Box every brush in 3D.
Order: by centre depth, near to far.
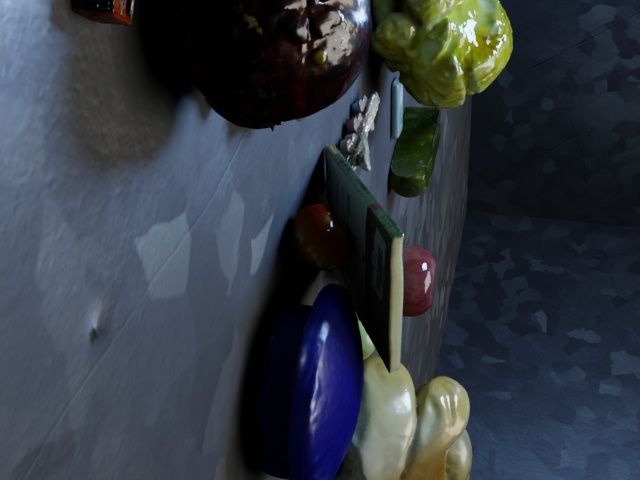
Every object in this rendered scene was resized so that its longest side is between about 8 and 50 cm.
[{"bbox_3d":[0.020,0.001,1.075,0.043,0.014,0.170,82,-8,-45],"label":"brush"}]

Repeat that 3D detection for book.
[{"bbox_3d":[0.052,0.014,1.057,0.289,0.026,0.201,-117,-159,-57],"label":"book"}]

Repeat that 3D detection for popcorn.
[{"bbox_3d":[0.200,-0.372,1.373,0.225,0.276,0.276,-47,165,4],"label":"popcorn"}]

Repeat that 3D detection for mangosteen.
[{"bbox_3d":[-0.044,-0.177,0.630,0.184,0.172,0.173,-117,-153,-67],"label":"mangosteen"}]

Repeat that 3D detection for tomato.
[{"bbox_3d":[0.000,0.000,1.009,0.075,0.087,0.087,-42,170,10],"label":"tomato"}]

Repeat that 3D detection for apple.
[{"bbox_3d":[0.182,0.085,1.687,0.153,0.120,0.153,5,90,-82],"label":"apple"}]

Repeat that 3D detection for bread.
[{"bbox_3d":[0.117,0.405,1.319,0.329,0.245,0.424,-55,154,-60],"label":"bread"}]

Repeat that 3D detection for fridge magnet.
[{"bbox_3d":[-0.005,0.185,1.005,0.265,0.112,0.266,7,90,-77],"label":"fridge magnet"}]

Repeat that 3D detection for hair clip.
[{"bbox_3d":[0.059,-0.163,1.236,0.214,0.056,0.062,-80,152,-49],"label":"hair clip"}]

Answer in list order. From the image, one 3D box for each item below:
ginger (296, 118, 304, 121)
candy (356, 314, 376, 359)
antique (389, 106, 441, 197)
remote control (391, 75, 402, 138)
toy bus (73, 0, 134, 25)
[{"bbox_3d":[-0.026,-0.224,0.856,0.259,0.065,0.149,-59,140,-46],"label":"ginger"},{"bbox_3d":[0.073,0.077,1.375,0.093,0.092,0.336,46,31,-22],"label":"candy"},{"bbox_3d":[0.206,-0.189,1.734,0.080,0.081,0.221,76,26,-50],"label":"antique"},{"bbox_3d":[0.157,-0.271,1.626,0.053,0.017,0.124,-62,154,-53],"label":"remote control"},{"bbox_3d":[-0.131,-0.194,0.503,0.043,0.031,0.110,1,97,-78],"label":"toy bus"}]
